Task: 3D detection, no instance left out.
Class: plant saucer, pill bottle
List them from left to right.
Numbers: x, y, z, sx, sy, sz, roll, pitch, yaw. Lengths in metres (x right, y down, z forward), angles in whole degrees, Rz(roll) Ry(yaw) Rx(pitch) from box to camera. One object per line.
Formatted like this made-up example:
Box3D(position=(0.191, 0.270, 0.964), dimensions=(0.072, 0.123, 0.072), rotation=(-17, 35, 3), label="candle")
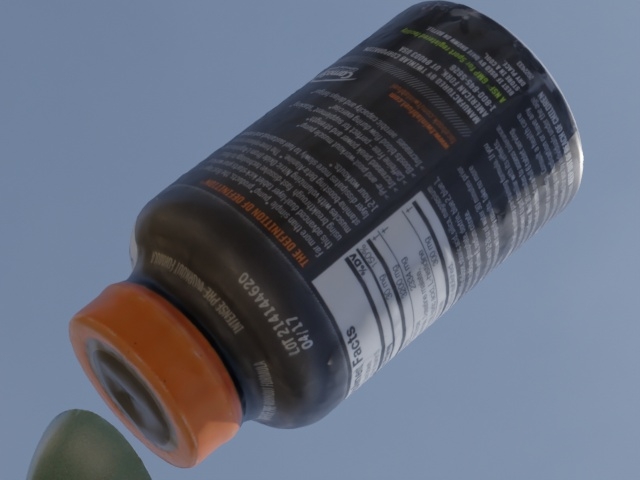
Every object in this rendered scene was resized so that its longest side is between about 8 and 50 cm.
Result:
Box3D(position=(-0.167, 0.217, 1.143), dimensions=(0.195, 0.037, 0.195), rotation=(19, -64, 47), label="plant saucer")
Box3D(position=(0.000, 0.000, 0.768), dimensions=(0.130, 0.246, 0.130), rotation=(39, -27, 25), label="pill bottle")
